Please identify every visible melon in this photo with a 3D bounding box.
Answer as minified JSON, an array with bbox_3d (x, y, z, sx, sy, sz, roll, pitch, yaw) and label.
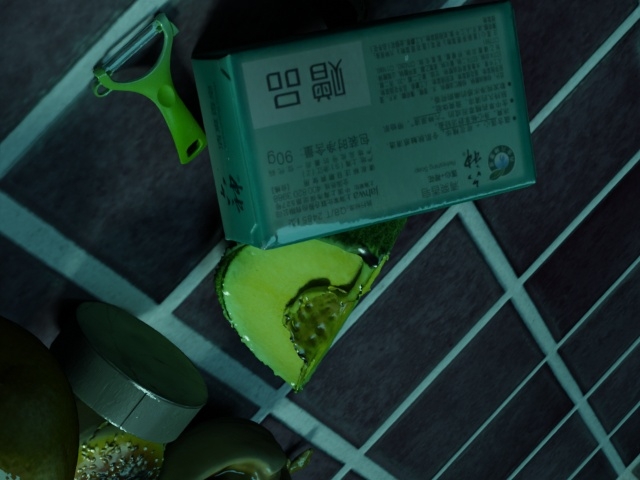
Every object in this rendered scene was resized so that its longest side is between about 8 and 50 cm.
[{"bbox_3d":[0.000,0.000,1.233,0.169,0.129,0.265,-55,175,-35],"label":"melon"}]

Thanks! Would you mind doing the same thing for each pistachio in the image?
[{"bbox_3d":[-0.111,0.255,1.356,0.153,0.138,0.238,-19,-176,16],"label":"pistachio"}]

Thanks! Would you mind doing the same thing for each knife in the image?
[{"bbox_3d":[-0.119,-0.102,1.036,0.078,0.022,0.166,-38,150,-7],"label":"knife"}]

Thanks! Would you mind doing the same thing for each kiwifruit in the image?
[{"bbox_3d":[-0.275,0.165,0.974,0.196,0.196,0.234,-20,148,-41],"label":"kiwifruit"}]

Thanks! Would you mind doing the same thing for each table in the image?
[{"bbox_3d":[-0.159,0.109,1.125,0.043,0.133,0.133,-52,152,12],"label":"table"}]

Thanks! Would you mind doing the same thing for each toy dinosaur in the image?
[{"bbox_3d":[-0.076,0.318,1.606,0.126,0.039,0.162,-19,142,-45],"label":"toy dinosaur"}]

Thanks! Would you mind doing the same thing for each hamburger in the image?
[{"bbox_3d":[-0.201,0.200,1.235,0.141,0.081,0.126,-28,146,-31],"label":"hamburger"}]

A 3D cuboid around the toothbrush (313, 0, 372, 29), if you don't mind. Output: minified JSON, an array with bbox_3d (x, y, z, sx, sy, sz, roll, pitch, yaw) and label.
[{"bbox_3d":[-0.014,-0.231,0.998,0.041,0.041,0.364,-45,152,-5],"label":"toothbrush"}]

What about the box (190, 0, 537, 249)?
[{"bbox_3d":[0.036,-0.093,1.052,0.245,0.092,0.153,-13,100,-22],"label":"box"}]
